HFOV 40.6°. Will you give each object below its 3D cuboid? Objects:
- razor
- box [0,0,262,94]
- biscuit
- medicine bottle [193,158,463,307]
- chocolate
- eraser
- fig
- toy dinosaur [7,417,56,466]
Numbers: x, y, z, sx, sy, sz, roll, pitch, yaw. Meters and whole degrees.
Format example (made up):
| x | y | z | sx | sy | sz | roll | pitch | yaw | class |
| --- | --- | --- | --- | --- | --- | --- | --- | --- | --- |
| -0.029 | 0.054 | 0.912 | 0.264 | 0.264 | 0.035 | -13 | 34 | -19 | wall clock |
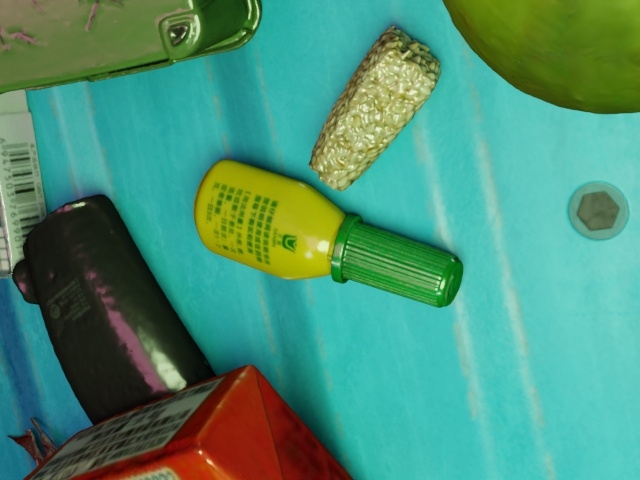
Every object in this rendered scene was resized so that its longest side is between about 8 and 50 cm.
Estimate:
| x | y | z | sx | sy | sz | roll | pitch | yaw | class |
| --- | --- | --- | --- | --- | --- | --- | --- | --- | --- |
| -0.252 | 0.115 | 1.072 | 0.189 | 0.107 | 0.327 | -35 | 82 | 32 | razor |
| -0.249 | -0.274 | 0.872 | 0.329 | 0.178 | 0.252 | -9 | 114 | 15 | box |
| 0.049 | -0.125 | 0.849 | 0.070 | 0.082 | 0.168 | 34 | 119 | -7 | biscuit |
| 0.000 | 0.000 | 0.906 | 0.309 | 0.076 | 0.111 | 19 | 117 | 28 | medicine bottle |
| -0.115 | 0.325 | 0.941 | 0.360 | 0.161 | 0.341 | -26 | 112 | 33 | chocolate |
| -0.442 | -0.092 | 1.155 | 0.130 | 0.086 | 0.287 | 1 | 101 | 30 | eraser |
| 0.205 | -0.229 | 0.584 | 0.316 | 0.316 | 0.316 | 8 | 105 | 30 | fig |
| -0.387 | 0.319 | 1.248 | 0.220 | 0.032 | 0.108 | 7 | 108 | 33 | toy dinosaur |
